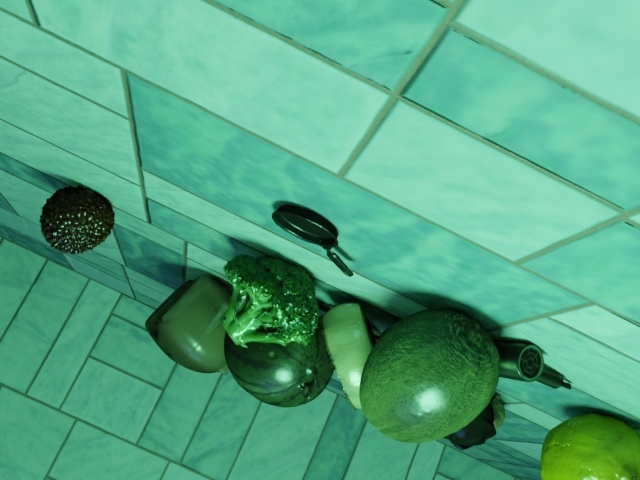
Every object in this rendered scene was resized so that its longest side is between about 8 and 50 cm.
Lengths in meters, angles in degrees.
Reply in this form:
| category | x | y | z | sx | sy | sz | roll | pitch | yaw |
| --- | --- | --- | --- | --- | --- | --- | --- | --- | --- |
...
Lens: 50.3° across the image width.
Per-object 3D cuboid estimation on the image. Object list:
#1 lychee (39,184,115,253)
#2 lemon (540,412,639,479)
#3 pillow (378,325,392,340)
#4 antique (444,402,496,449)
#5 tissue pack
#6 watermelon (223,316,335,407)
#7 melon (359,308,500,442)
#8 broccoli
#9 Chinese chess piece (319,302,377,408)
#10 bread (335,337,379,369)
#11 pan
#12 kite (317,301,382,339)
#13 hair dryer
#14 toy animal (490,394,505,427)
| category | x | y | z | sx | sy | sz | roll | pitch | yaw |
| --- | --- | --- | --- | --- | --- | --- | --- | --- | --- |
| lychee | -0.629 | -0.049 | 1.764 | 0.188 | 0.188 | 0.188 | 22 | 163 | 7 |
| lemon | 0.664 | 0.542 | 1.639 | 0.260 | 0.261 | 0.284 | 18 | 166 | 19 |
| pillow | 0.257 | 0.273 | 1.674 | 0.233 | 0.086 | 0.214 | 27 | 157 | -14 |
| antique | 0.348 | 0.457 | 1.918 | 0.322 | 0.185 | 0.255 | 32 | 167 | 5 |
| tissue pack | -0.381 | 0.280 | 2.192 | 0.277 | 0.267 | 0.387 | 44 | 158 | -12 |
| watermelon | -0.103 | 0.292 | 1.793 | 0.279 | 0.279 | 0.359 | 37 | 172 | -35 |
| melon | 0.216 | 0.281 | 1.404 | 0.248 | 0.249 | 0.329 | 30 | 124 | -16 |
| broccoli | -0.125 | 0.148 | 1.604 | 0.269 | 0.241 | 0.261 | 54 | -179 | -1 |
| Chinese chess piece | 0.087 | 0.276 | 1.642 | 0.104 | 0.257 | 0.257 | -22 | 152 | 5 |
| bread | 0.086 | 0.318 | 1.937 | 0.198 | 0.120 | 0.236 | 34 | 161 | -34 |
| pan | 0.000 | 0.000 | 1.304 | 0.136 | 0.028 | 0.235 | 9 | 154 | 43 |
| kite | 0.064 | 0.223 | 1.902 | 0.335 | 0.012 | 0.314 | 29 | 162 | -12 |
| hair dryer | 0.446 | 0.286 | 1.497 | 0.248 | 0.078 | 0.195 | 27 | 165 | -26 |
| toy animal | 0.498 | 0.489 | 2.008 | 0.098 | 0.137 | 0.098 | 5 | -155 | -3 |
